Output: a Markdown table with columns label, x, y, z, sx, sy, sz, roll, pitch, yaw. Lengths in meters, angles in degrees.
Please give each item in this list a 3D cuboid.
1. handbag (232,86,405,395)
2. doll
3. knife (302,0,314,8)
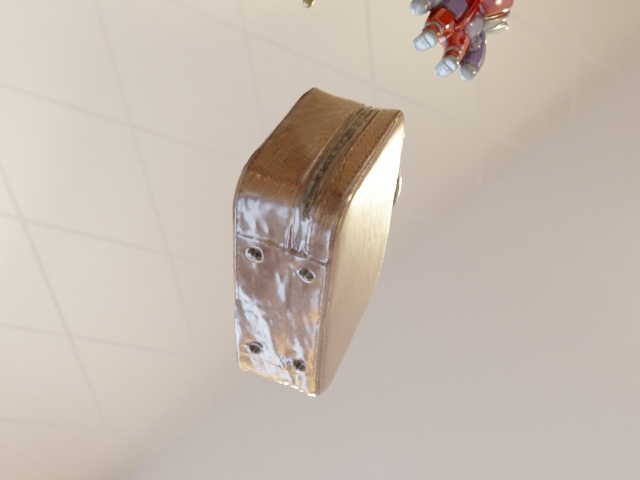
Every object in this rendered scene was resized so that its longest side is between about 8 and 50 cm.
| label | x | y | z | sx | sy | sz | roll | pitch | yaw |
| --- | --- | --- | --- | --- | --- | --- | --- | --- | --- |
| handbag | 0.000 | 0.000 | 0.581 | 0.072 | 0.193 | 0.151 | 17 | -135 | 14 |
| doll | 0.149 | -0.239 | 0.856 | 0.075 | 0.102 | 0.227 | -26 | -155 | 42 |
| knife | 0.051 | -0.410 | 1.122 | 0.256 | 0.022 | 0.046 | -54 | -175 | 2 |
